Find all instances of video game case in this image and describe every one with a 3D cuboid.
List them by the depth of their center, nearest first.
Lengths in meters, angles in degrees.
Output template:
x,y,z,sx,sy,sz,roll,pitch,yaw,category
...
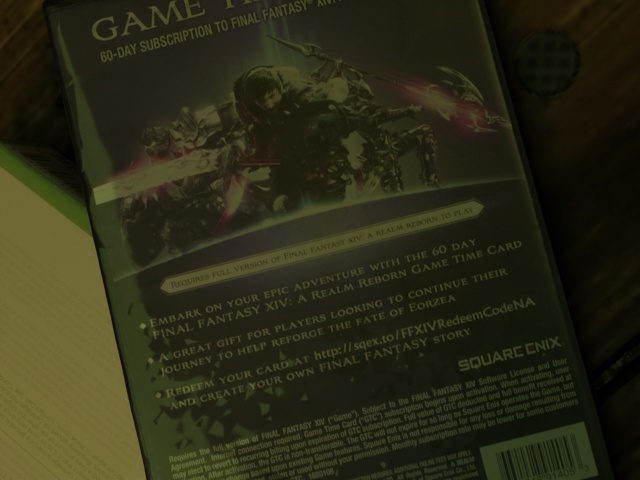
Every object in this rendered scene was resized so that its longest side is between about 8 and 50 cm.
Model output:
x,y,z,sx,sy,sz,roll,pitch,yaw,category
0.000,0.000,0.650,0.196,0.026,0.274,-14,80,1,video game case

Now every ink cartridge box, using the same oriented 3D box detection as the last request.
x,y,z,sx,sy,sz,roll,pitch,yaw,category
-0.148,0.091,0.732,0.171,0.056,0.235,35,103,21,ink cartridge box
